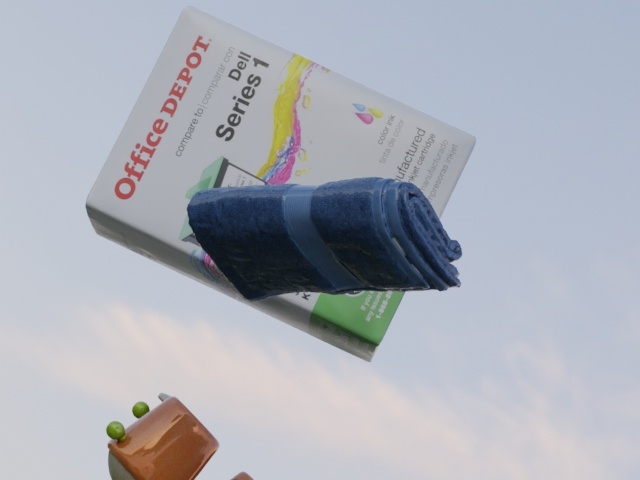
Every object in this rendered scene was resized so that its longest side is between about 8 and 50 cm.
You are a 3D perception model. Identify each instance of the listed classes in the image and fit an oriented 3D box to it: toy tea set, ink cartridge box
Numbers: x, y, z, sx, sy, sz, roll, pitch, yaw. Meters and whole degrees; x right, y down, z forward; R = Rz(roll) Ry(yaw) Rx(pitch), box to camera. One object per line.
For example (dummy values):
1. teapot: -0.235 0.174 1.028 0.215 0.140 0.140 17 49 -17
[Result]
1. toy tea set: -0.107 0.304 1.785 0.336 0.124 0.200 45 -8 9
2. ink cartridge box: -0.036 -0.048 1.456 0.278 0.201 0.117 25 -11 3

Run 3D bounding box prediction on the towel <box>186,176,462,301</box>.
1. towel: 0.000 0.000 0.760 0.119 0.029 0.067 -1 -37 34
